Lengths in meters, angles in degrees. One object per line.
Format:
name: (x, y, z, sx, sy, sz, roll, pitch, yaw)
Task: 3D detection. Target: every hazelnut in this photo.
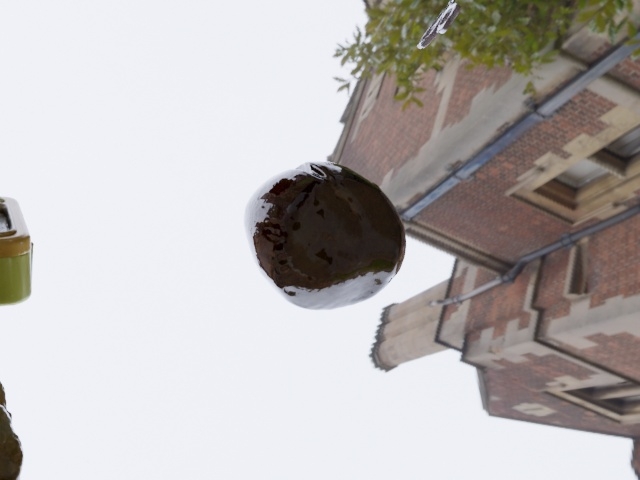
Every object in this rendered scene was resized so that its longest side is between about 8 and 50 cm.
hazelnut: (0.000, 0.000, 0.965, 0.234, 0.218, 0.218, 30, -115, -18)

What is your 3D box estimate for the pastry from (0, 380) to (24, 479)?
pastry: (-0.390, 0.218, 0.660, 0.229, 0.100, 0.218, -32, -99, 10)

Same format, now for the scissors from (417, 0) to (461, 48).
scissors: (0.215, -0.391, 1.121, 0.015, 0.100, 0.189, 36, -125, -14)

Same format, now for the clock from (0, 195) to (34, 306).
clock: (-0.437, 0.009, 0.825, 0.143, 0.202, 0.096, -2, -70, -30)
